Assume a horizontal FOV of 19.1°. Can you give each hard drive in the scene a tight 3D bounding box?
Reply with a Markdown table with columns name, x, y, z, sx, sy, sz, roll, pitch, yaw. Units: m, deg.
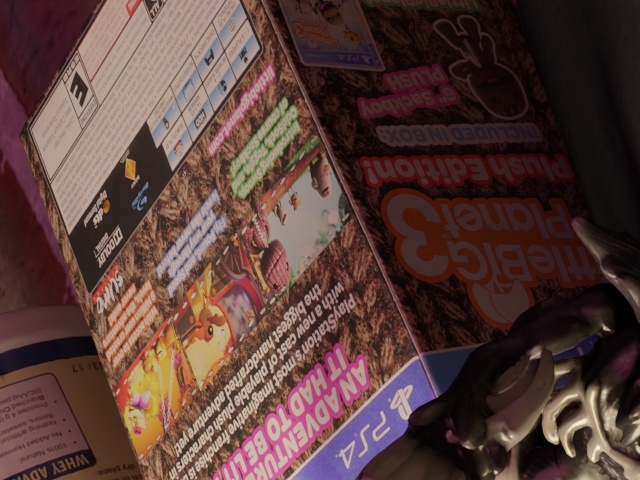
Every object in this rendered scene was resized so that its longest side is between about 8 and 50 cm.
| name | x | y | z | sx | sy | sz | roll | pitch | yaw |
| --- | --- | --- | --- | --- | --- | --- | --- | --- | --- |
| hard drive | 0.117 | -0.071 | 0.679 | 0.255 | 0.054 | 0.172 | 76 | 177 | -73 |

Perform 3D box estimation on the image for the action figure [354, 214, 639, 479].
| name | x | y | z | sx | sy | sz | roll | pitch | yaw |
| --- | --- | --- | --- | --- | --- | --- | --- | --- | --- |
| action figure | 0.076 | 0.105 | 0.650 | 0.164 | 0.141 | 0.275 | 45 | 127 | -12 |

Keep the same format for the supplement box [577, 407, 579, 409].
| name | x | y | z | sx | sy | sz | roll | pitch | yaw |
| --- | --- | --- | --- | --- | --- | --- | --- | --- | --- |
| supplement box | 0.153 | 0.156 | 0.748 | 0.104 | 0.080 | 0.188 | -55 | 52 | 44 |

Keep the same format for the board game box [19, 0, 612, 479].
| name | x | y | z | sx | sy | sz | roll | pitch | yaw |
| --- | --- | --- | --- | --- | --- | --- | --- | --- | --- |
| board game box | 0.000 | 0.000 | 0.892 | 0.232 | 0.141 | 0.291 | -49 | 56 | 47 |

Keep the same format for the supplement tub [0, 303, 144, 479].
| name | x | y | z | sx | sy | sz | roll | pitch | yaw |
| --- | --- | --- | --- | --- | --- | --- | --- | --- | --- |
| supplement tub | -0.119 | 0.221 | 1.013 | 0.325 | 0.235 | 0.235 | 58 | 137 | 33 |
